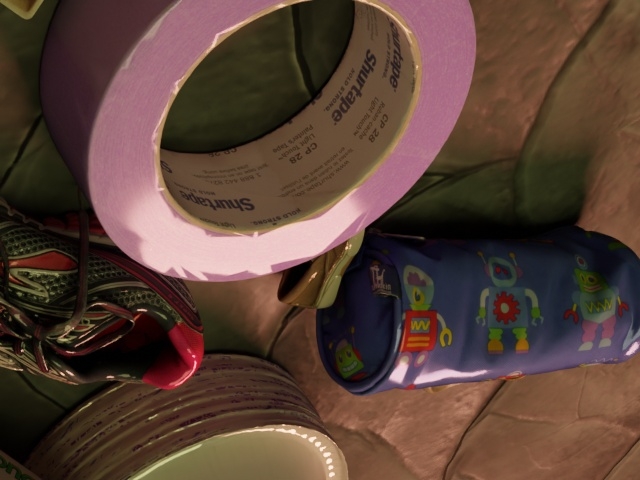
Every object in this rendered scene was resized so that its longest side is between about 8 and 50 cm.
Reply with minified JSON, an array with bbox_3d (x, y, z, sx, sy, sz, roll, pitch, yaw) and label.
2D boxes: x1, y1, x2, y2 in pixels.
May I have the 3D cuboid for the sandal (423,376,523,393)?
[{"bbox_3d":[0.175,0.104,1.350,0.180,0.049,0.072,-23,140,-15],"label":"sandal"}]

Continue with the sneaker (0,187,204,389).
[{"bbox_3d":[-0.204,0.034,0.944,0.299,0.112,0.120,5,128,-38],"label":"sneaker"}]

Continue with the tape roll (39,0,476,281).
[{"bbox_3d":[-0.038,-0.103,0.944,0.275,0.090,0.274,-20,140,-18],"label":"tape roll"}]

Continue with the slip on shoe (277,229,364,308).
[{"bbox_3d":[0.000,0.000,1.116,0.041,0.051,0.135,0,137,-21],"label":"slip on shoe"}]

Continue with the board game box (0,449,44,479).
[{"bbox_3d":[-0.243,0.267,1.070,0.305,0.053,0.193,39,106,-13],"label":"board game box"}]

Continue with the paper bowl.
[{"bbox_3d":[-0.106,0.241,1.206,0.284,0.148,0.284,-21,140,-20],"label":"paper bowl"}]

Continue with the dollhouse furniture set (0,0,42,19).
[{"bbox_3d":[-0.134,-0.152,0.802,0.091,0.081,0.114,35,117,-14],"label":"dollhouse furniture set"}]

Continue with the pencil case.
[{"bbox_3d":[0.139,0.052,1.216,0.306,0.133,0.119,-2,176,-34],"label":"pencil case"}]
